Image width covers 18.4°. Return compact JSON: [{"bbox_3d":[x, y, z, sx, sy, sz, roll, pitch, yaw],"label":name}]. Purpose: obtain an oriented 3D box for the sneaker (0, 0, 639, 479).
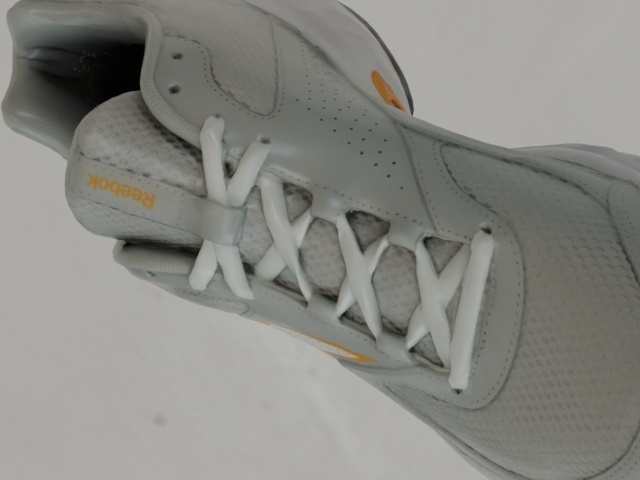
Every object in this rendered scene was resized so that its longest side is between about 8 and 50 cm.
[{"bbox_3d":[0.000,0.000,0.532,0.121,0.262,0.099,2,111,-39],"label":"sneaker"}]
